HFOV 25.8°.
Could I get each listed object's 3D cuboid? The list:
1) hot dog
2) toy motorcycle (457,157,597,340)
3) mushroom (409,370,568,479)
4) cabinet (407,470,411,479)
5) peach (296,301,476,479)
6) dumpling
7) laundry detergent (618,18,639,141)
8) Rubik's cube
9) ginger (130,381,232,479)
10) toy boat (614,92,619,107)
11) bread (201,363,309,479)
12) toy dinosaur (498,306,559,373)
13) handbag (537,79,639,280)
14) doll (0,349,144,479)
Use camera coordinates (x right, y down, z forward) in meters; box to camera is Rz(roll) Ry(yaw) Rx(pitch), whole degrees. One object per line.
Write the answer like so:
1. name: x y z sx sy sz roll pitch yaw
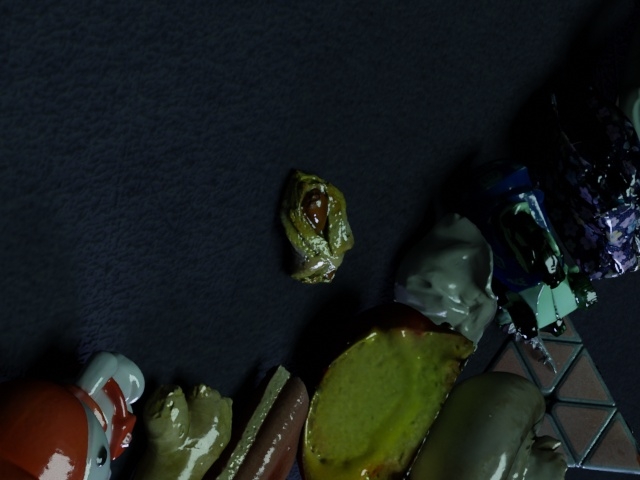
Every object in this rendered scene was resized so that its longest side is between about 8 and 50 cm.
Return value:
1. hot dog: 0.001 0.000 1.444 0.078 0.061 0.169 -46 147 -24
2. toy motorcycle: 0.251 0.012 1.750 0.125 0.196 0.331 -28 158 1
3. mushroom: 0.200 0.268 1.652 0.226 0.178 0.226 -57 165 -23
4. cabinet: 0.132 0.344 1.860 0.215 0.148 0.175 -60 151 -7
5. peach: 0.053 0.196 1.596 0.154 0.159 0.267 -26 140 -82
6. dumpling: 0.153 0.062 1.676 0.108 0.127 0.188 -4 121 -43
7. laundry detergent: 0.512 -0.263 1.919 0.264 0.125 0.397 53 45 -35
8. Rubik's cube: 0.328 0.255 2.105 0.228 0.233 0.228 46 27 -23
9. ginger: -0.170 0.277 1.400 0.118 0.065 0.298 12 103 -47
10. toy boat: 0.465 -0.155 2.065 0.116 0.061 0.188 -19 129 -54
11. bread: -0.077 0.240 1.506 0.192 0.067 0.119 -57 159 -25
12. toy dinosaur: 0.300 0.111 2.010 0.082 0.039 0.209 -29 120 -6
13. handbag: 0.350 -0.085 1.798 0.127 0.228 0.207 -14 140 -6
14. doll: -0.243 0.187 1.136 0.290 0.130 0.161 -43 162 -58
